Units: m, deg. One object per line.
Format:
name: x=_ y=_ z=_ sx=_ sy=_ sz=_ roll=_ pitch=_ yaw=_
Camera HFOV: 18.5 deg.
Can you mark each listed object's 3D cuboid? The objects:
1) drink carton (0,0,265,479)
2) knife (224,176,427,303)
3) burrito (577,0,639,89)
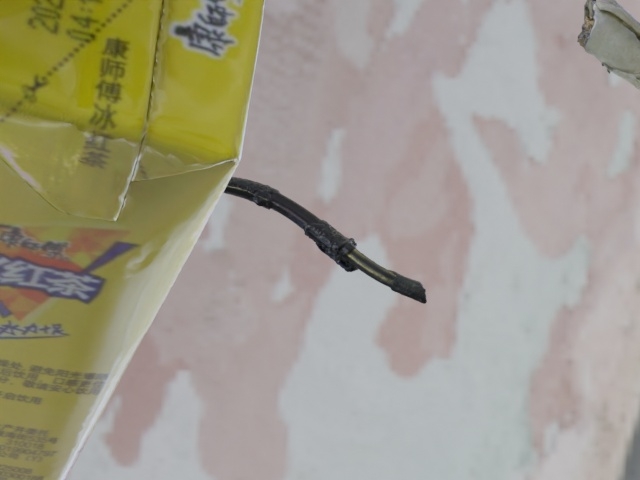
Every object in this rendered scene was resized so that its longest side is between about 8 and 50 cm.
drink carton: x=-0.114 y=-0.017 z=0.740 sx=0.111 sy=0.351 sz=0.155 roll=14 pitch=-121 yaw=-13
knife: x=0.002 y=-0.003 z=1.747 sx=0.045 sy=0.222 sz=0.021 roll=-46 pitch=-18 yaw=-53
burrito: x=0.252 y=-0.110 z=1.383 sx=0.185 sy=0.045 sz=0.041 roll=31 pitch=-72 yaw=-25
